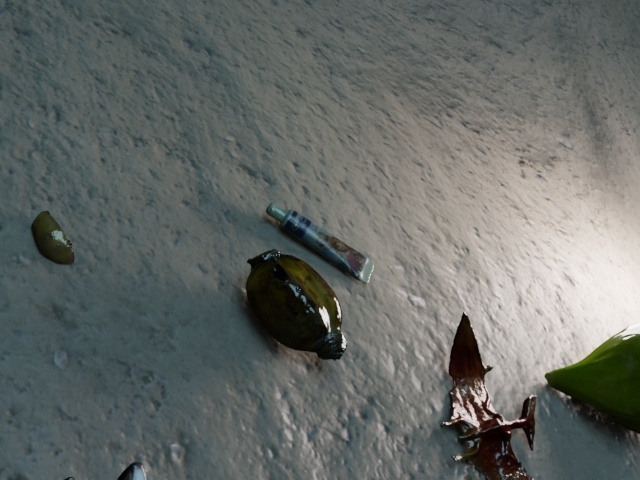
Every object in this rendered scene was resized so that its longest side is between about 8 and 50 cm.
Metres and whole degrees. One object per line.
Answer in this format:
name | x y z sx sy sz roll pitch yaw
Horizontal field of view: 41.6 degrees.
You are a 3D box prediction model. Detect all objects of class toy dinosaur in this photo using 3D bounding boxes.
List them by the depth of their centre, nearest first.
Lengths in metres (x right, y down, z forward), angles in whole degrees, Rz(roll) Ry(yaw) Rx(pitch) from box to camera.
toy dinosaur | 0.288 0.296 1.322 0.206 0.113 0.327 19 49 -16

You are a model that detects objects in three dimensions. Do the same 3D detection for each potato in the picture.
potato | -0.396 -0.005 1.225 0.036 0.037 0.093 -27 71 -37

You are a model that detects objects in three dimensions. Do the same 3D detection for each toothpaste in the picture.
toothpaste | 0.000 0.000 1.454 0.216 0.037 0.062 34 43 -8

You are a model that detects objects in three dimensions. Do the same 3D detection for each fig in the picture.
fig | 0.534 0.242 1.472 0.275 0.206 0.206 3 50 -1

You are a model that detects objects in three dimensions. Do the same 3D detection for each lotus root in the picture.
lotus root | -0.036 0.102 1.294 0.120 0.120 0.209 -27 71 -42

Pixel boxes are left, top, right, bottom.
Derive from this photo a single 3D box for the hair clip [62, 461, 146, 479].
hair clip | -0.216 0.421 0.943 0.101 0.085 0.331 -5 63 -31
